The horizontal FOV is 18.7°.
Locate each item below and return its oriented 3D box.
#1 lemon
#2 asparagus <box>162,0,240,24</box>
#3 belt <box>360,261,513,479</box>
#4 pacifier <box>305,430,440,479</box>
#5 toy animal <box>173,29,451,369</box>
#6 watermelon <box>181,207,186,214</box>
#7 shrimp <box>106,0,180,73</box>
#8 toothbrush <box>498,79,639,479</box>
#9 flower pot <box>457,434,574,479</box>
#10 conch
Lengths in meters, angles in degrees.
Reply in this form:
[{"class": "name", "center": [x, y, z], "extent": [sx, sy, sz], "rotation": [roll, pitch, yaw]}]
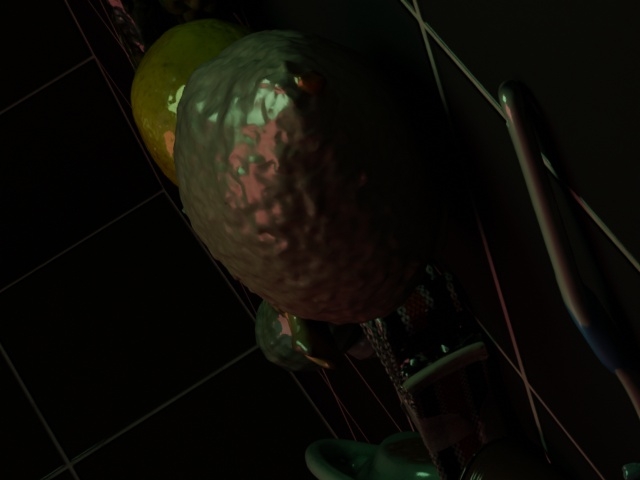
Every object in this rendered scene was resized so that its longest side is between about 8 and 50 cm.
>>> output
[{"class": "lemon", "center": [-0.087, -0.116, 1.803], "extent": [0.207, 0.170, 0.170], "rotation": [42, 168, 18]}, {"class": "asparagus", "center": [-0.116, -0.242, 1.832], "extent": [0.080, 0.080, 0.287], "rotation": [57, -175, 4]}, {"class": "belt", "center": [0.129, 0.162, 1.842], "extent": [0.126, 0.094, 0.359], "rotation": [57, 173, 48]}, {"class": "pacifier", "center": [0.084, 0.365, 2.301], "extent": [0.288, 0.269, 0.343], "rotation": [24, -178, -17]}, {"class": "toy animal", "center": [-0.005, -0.045, 1.469], "extent": [0.226, 0.188, 0.358], "rotation": [46, 171, 7]}, {"class": "watermelon", "center": [-0.054, -0.127, 2.069], "extent": [0.202, 0.136, 0.207], "rotation": [126, 150, -44]}, {"class": "shrimp", "center": [-0.190, -0.272, 1.918], "extent": [0.445, 0.085, 0.272], "rotation": [72, -175, -60]}, {"class": "toothbrush", "center": [0.180, 0.051, 1.256], "extent": [0.040, 0.040, 0.386], "rotation": [49, 165, 53]}, {"class": "flower pot", "center": [0.189, 0.240, 1.763], "extent": [0.089, 0.111, 0.111], "rotation": [15, 139, 60]}, {"class": "conch", "center": [-0.008, 0.026, 1.939], "extent": [0.277, 0.195, 0.220], "rotation": [36, -167, -22]}]
